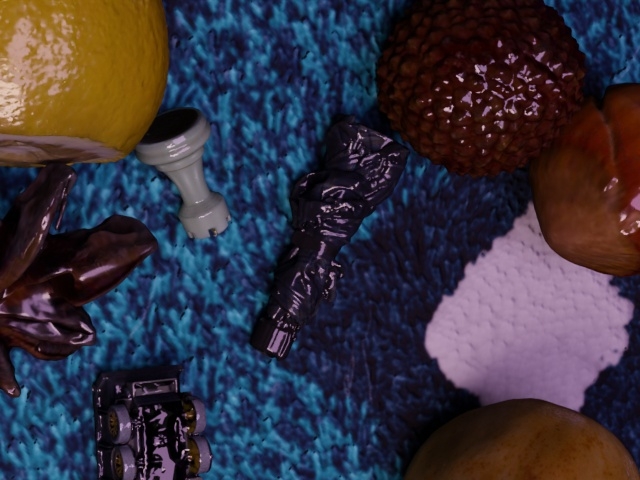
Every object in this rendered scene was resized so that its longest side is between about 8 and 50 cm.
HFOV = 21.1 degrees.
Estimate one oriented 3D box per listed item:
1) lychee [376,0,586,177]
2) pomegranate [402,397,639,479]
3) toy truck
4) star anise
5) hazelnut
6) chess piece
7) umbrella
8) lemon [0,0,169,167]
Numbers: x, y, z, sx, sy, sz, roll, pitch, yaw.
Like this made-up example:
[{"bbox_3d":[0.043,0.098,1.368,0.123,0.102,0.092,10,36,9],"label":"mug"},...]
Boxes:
[{"bbox_3d":[0.146,-0.144,1.495,0.188,0.188,0.188,-5,100,-27],"label":"lychee"},{"bbox_3d":[0.183,0.257,1.560,0.233,0.233,0.233,-5,100,-27],"label":"pomegranate"},{"bbox_3d":[-0.143,0.203,1.452,0.083,0.092,0.192,-5,92,-28],"label":"toy truck"},{"bbox_3d":[-0.258,0.034,1.325,0.212,0.129,0.282,19,131,-19],"label":"star anise"},{"bbox_3d":[0.280,-0.050,1.577,0.182,0.182,0.182,-5,100,-27],"label":"hazelnut"},{"bbox_3d":[-0.111,-0.053,1.444,0.067,0.067,0.103,-31,120,-20],"label":"chess piece"},{"bbox_3d":[-0.002,-0.001,1.506,0.080,0.071,0.224,27,90,0],"label":"umbrella"},{"bbox_3d":[-0.230,-0.168,1.267,0.241,0.240,0.219,2,87,-28],"label":"lemon"}]
